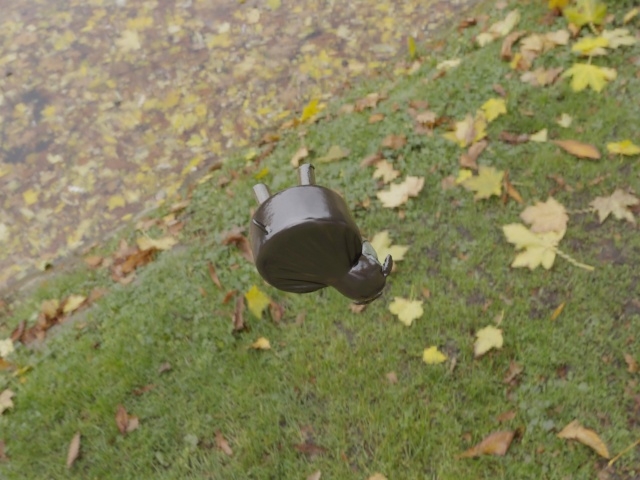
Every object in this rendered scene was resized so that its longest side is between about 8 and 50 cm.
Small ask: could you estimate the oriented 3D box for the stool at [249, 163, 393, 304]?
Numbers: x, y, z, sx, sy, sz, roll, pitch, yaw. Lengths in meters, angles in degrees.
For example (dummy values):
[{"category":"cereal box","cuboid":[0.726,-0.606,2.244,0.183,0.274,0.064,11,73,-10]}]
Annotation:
[{"category":"stool","cuboid":[0.000,0.000,0.899,0.125,0.217,0.121,-45,37,25]}]
